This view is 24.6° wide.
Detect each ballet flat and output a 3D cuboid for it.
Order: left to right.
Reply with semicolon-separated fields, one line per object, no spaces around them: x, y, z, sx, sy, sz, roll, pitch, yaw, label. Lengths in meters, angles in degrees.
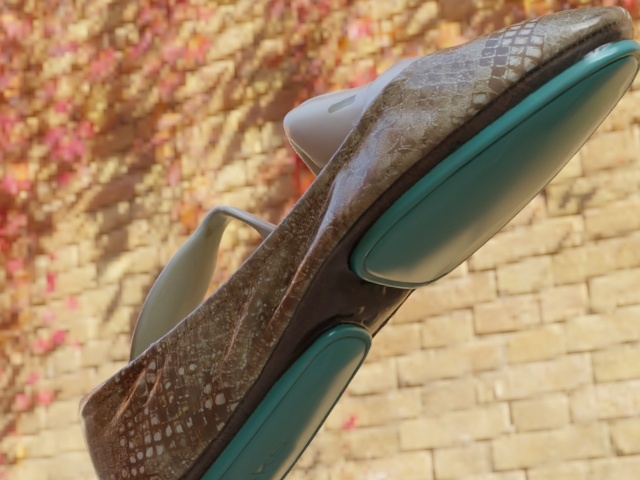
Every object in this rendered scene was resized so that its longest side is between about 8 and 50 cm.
0.000;0.000;0.416;0.206;0.067;0.073;-47;-26;9;ballet flat
